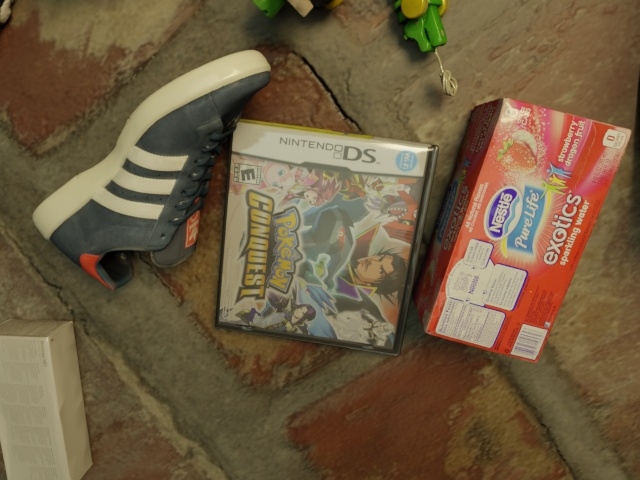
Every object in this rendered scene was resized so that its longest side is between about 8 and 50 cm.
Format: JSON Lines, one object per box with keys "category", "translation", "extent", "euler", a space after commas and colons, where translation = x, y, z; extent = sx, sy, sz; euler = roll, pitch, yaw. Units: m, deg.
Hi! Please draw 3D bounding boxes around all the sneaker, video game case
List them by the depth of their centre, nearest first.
{"category": "sneaker", "translation": [-0.167, -0.063, 0.515], "extent": [0.350, 0.131, 0.148], "euler": [-33, 100, 25]}
{"category": "video game case", "translation": [0.000, 0.000, 0.565], "extent": [0.248, 0.035, 0.274], "euler": [8, 103, 2]}

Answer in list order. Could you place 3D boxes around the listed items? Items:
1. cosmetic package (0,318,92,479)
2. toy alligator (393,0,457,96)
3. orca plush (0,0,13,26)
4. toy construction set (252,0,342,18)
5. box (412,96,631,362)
{"category": "cosmetic package", "translation": [-0.399, 0.234, 0.636], "extent": [0.099, 0.060, 0.239], "euler": [2, 103, 6]}
{"category": "toy alligator", "translation": [0.108, -0.250, 0.493], "extent": [0.051, 0.056, 0.189], "euler": [-2, 106, 46]}
{"category": "orca plush", "translation": [-0.427, -0.303, 0.494], "extent": [0.151, 0.102, 0.287], "euler": [42, 103, -5]}
{"category": "toy construction set", "translation": [-0.041, -0.367, 0.408], "extent": [0.237, 0.257, 0.308], "euler": [-41, 70, 30]}
{"category": "box", "translation": [0.206, -0.015, 0.500], "extent": [0.128, 0.122, 0.256], "euler": [15, 103, 1]}
